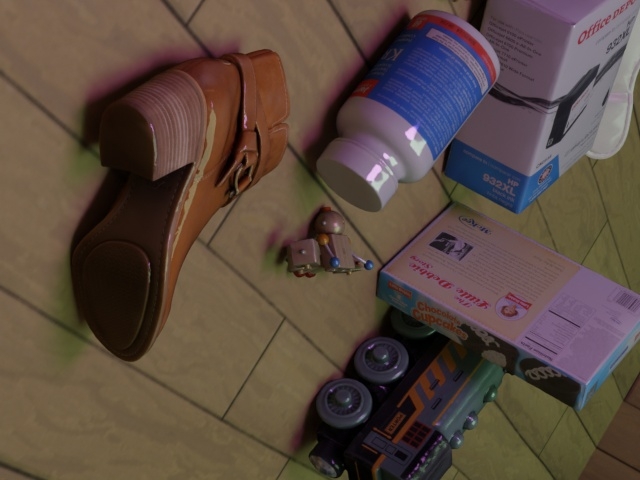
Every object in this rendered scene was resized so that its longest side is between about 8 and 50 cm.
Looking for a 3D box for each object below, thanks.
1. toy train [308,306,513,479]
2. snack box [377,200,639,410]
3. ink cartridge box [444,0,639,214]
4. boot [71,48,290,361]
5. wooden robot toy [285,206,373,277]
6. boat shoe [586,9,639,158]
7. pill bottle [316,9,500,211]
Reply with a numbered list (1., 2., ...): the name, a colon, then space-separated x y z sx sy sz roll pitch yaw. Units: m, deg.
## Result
1. toy train: 0.133 0.218 1.838 0.334 0.190 0.142 -47 151 -28
2. snack box: 0.260 0.080 1.782 0.187 0.322 0.060 -41 148 -36
3. ink cartridge box: 0.300 -0.224 1.759 0.223 0.129 0.307 -37 149 -40
4. boot: -0.124 -0.040 1.243 0.220 0.109 0.283 -33 135 -51
5. wooden robot toy: 0.000 0.000 1.555 0.173 0.076 0.079 8 73 -63
6. boat shoe: 0.453 -0.291 2.072 0.099 0.116 0.319 -116 -145 -68
7. pill bottle: 0.095 -0.143 1.492 0.221 0.124 0.124 -52 153 -19
